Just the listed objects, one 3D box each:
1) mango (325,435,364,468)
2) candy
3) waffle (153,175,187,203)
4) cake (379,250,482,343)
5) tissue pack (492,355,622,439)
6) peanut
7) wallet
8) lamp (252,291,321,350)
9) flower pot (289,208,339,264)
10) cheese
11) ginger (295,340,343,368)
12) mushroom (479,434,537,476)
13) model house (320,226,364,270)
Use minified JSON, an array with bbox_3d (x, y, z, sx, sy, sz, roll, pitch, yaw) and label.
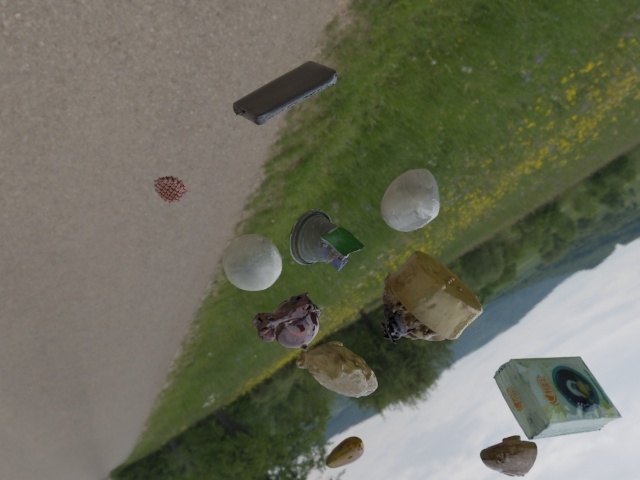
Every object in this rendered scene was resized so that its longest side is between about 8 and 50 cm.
[{"bbox_3d":[0.096,0.824,2.128,0.163,0.089,0.111,-34,145,1],"label":"mango"},{"bbox_3d":[-0.312,0.105,2.488,0.296,0.295,0.185,-40,-168,23],"label":"candy"},{"bbox_3d":[-0.382,-0.131,1.397,0.075,0.029,0.083,-10,130,10],"label":"waffle"},{"bbox_3d":[0.346,0.243,1.922,0.321,0.332,0.332,-51,163,19],"label":"cake"},{"bbox_3d":[0.895,0.589,2.087,0.389,0.287,0.162,4,132,-26],"label":"tissue pack"},{"bbox_3d":[0.054,0.347,1.471,0.110,0.197,0.233,-62,161,2],"label":"peanut"},{"bbox_3d":[-0.086,-0.355,1.327,0.250,0.149,0.044,-34,130,-16],"label":"wallet"},{"bbox_3d":[-0.099,0.248,1.686,0.215,0.151,0.223,-32,131,-17],"label":"lamp"},{"bbox_3d":[0.000,0.000,2.168,0.236,0.141,0.235,-23,121,-45],"label":"flower pot"},{"bbox_3d":[0.274,-0.118,1.722,0.189,0.155,0.197,-53,-160,45],"label":"cheese"},{"bbox_3d":[0.017,0.417,1.949,0.206,0.081,0.115,-26,139,34],"label":"ginger"},{"bbox_3d":[0.730,0.858,2.200,0.151,0.155,0.285,11,147,-13],"label":"mushroom"},{"bbox_3d":[0.057,0.033,1.862,0.088,0.117,0.167,-58,165,28],"label":"model house"}]
